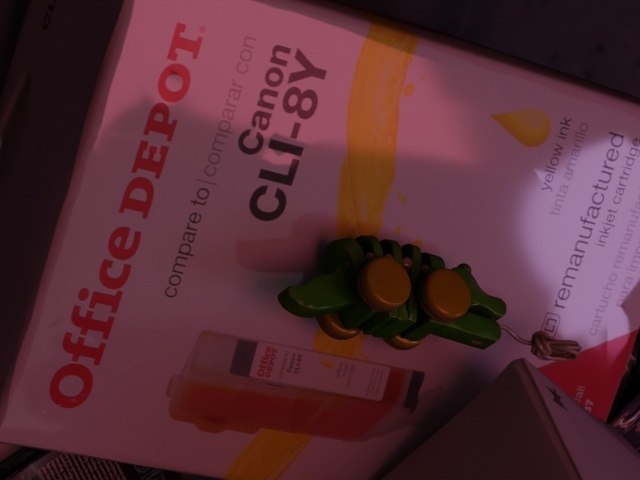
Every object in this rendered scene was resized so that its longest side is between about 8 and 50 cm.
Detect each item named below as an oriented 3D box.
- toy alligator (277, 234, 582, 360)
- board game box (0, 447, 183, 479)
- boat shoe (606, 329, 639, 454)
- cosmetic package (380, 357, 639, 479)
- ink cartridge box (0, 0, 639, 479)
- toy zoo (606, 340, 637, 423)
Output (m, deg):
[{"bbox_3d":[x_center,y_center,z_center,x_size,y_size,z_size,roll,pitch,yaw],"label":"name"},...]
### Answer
[{"bbox_3d":[0.062,0.029,0.914,0.190,0.056,0.051,11,62,-26],"label":"toy alligator"},{"bbox_3d":[-0.135,0.201,1.079,0.126,0.026,0.186,-34,115,-26],"label":"board game box"},{"bbox_3d":[0.264,0.069,1.270,0.065,0.075,0.206,27,87,-38],"label":"boat shoe"},{"bbox_3d":[0.061,0.268,0.968,0.365,0.155,0.197,-44,121,16],"label":"cosmetic package"},{"bbox_3d":[0.000,0.000,0.996,0.385,0.160,0.279,13,101,-26],"label":"ink cartridge box"},{"bbox_3d":[0.290,0.097,1.357,0.293,0.030,0.192,5,95,-36],"label":"toy zoo"}]
